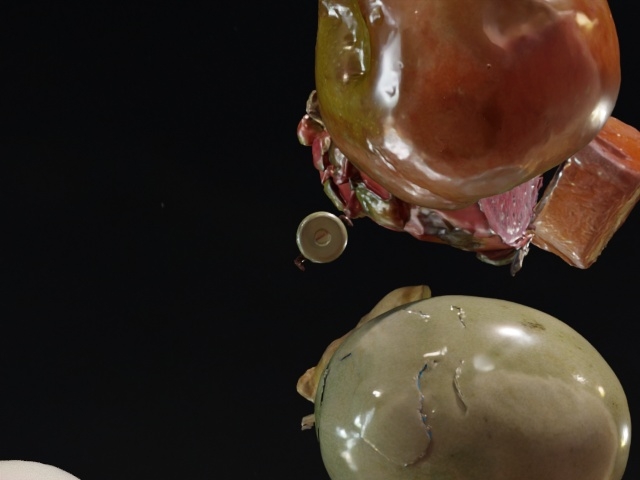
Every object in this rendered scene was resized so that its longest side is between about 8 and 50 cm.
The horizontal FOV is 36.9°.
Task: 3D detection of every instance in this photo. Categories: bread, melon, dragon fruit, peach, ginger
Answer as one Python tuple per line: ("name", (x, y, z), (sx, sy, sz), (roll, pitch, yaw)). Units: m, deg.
("bread", (0.398, -0.064, 1.414), (0.190, 0.123, 0.244), (-38, -21, -43))
("melon", (0.146, 0.190, 0.995), (0.330, 0.268, 0.269), (3, -61, -9))
("dragon fruit", (0.117, -0.133, 1.173), (0.262, 0.314, 0.296), (-1, -22, 31))
("peach", (0.087, -0.145, 0.675), (0.214, 0.214, 0.236), (-28, -92, 1))
("ginger", (0.080, 0.166, 1.262), (0.189, 0.126, 0.354), (9, -35, -14))

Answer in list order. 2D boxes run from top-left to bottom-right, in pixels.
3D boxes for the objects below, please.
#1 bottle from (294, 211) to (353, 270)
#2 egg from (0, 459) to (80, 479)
("bottle", (0.002, 0.000, 0.916), (0.063, 0.101, 0.047), (-17, -93, -3))
("egg", (-0.374, 0.484, 1.138), (0.354, 0.340, 0.355), (-5, -75, -19))
